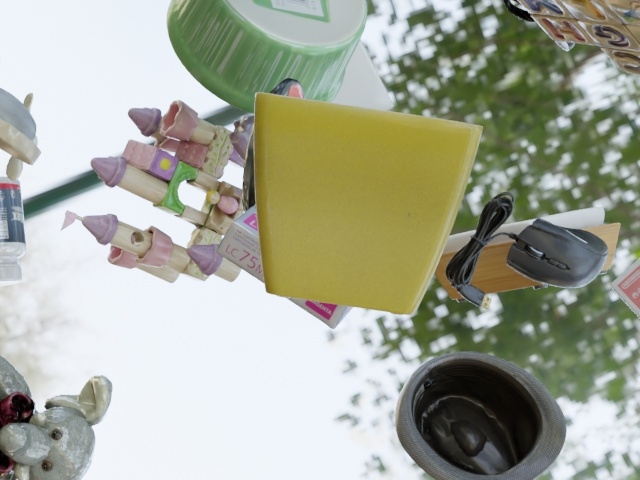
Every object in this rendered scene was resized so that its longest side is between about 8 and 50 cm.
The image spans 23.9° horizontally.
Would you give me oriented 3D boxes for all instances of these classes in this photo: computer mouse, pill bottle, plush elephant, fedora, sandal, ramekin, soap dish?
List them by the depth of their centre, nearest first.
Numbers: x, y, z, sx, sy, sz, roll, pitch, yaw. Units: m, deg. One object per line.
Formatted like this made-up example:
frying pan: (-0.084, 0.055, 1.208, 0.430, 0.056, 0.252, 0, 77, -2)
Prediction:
sandal: (0.274, -0.321, 2.039, 0.179, 0.040, 0.067, 54, 1, 16)
plush elephant: (-0.433, 0.282, 2.098, 0.255, 0.330, 0.272, 0, -105, 31)
computer mouse: (0.321, 0.048, 2.310, 0.184, 0.262, 0.060, -55, -146, 19)
ramekin: (-0.075, -0.353, 2.361, 0.303, 0.303, 0.148, 58, -40, 21)
fedora: (0.247, 0.307, 2.383, 0.275, 0.243, 0.124, 34, -27, 26)
soap dish: (0.355, 0.024, 2.602, 0.229, 0.291, 0.118, -12, -92, 39)
pill bottle: (-0.566, -0.014, 2.620, 0.108, 0.108, 0.180, 157, -73, -67)

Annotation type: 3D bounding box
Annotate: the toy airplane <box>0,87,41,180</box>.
toy airplane: (-0.563, -0.220, 2.084, 0.386, 0.272, 0.384, 52, -30, -9)

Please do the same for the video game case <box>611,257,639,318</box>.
video game case: (0.553, 0.088, 2.035, 0.285, 0.204, 0.025, 52, 10, 37)

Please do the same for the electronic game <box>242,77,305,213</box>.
electronic game: (-0.062, -0.120, 2.174, 0.048, 0.229, 0.229, 12, -45, 12)

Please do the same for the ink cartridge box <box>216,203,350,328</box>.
ink cartridge box: (0.000, 0.000, 2.051, 0.185, 0.311, 0.065, 33, -68, 7)

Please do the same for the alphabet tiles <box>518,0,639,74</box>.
alphabet tiles: (0.288, -0.232, 1.426, 0.285, 0.011, 0.342, 14, -14, 41)

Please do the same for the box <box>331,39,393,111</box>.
box: (-0.023, -0.307, 2.918, 0.168, 0.215, 0.345, 61, -2, -19)

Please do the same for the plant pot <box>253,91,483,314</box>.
plant pot: (0.032, -0.030, 1.484, 0.212, 0.212, 0.187, -17, 116, -89)

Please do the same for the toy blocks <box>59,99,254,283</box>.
toy blocks: (-0.251, -0.096, 2.454, 0.309, 0.260, 0.289, 1, -112, 59)
